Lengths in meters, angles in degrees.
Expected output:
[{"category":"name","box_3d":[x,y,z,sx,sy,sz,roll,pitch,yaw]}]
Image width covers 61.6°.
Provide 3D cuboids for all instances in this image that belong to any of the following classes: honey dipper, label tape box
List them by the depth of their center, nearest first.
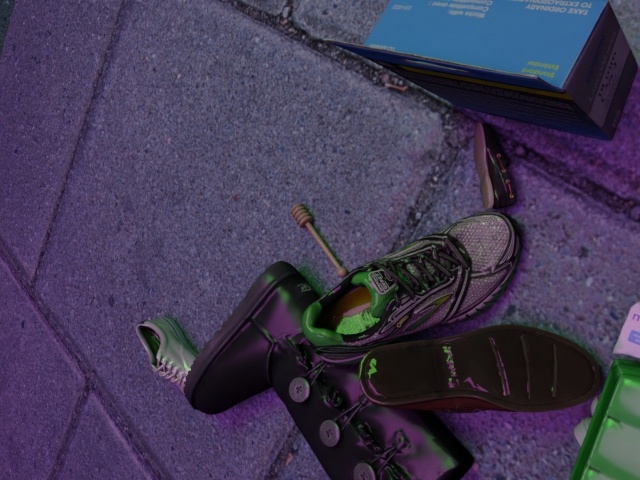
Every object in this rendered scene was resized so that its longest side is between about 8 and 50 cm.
[{"category":"label tape box","box_3d":[0.203,-0.216,0.619,0.240,0.333,0.106,24,104,34]},{"category":"honey dipper","box_3d":[0.000,0.000,0.962,0.030,0.030,0.161,-48,67,26]}]

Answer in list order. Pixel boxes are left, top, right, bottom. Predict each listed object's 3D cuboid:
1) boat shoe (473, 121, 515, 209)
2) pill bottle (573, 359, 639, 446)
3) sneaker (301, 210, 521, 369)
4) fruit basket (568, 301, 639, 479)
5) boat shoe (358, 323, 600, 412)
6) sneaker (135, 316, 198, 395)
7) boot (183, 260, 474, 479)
[{"category":"boat shoe","box_3d":[0.247,-0.108,0.769,0.042,0.049,0.133,-6,73,1]},{"category":"pill bottle","box_3d":[0.383,0.199,0.632,0.087,0.087,0.160,49,117,27]},{"category":"sneaker","box_3d":[0.129,0.071,0.753,0.343,0.146,0.134,-34,64,5]},{"category":"fruit basket","box_3d":[0.414,0.265,0.480,0.352,0.165,0.327,18,96,19]},{"category":"boat shoe","box_3d":[0.207,0.179,0.736,0.307,0.104,0.111,0,69,9]},{"category":"sneaker","box_3d":[-0.316,0.269,1.154,0.258,0.091,0.094,42,113,30]},{"category":"boot","box_3d":[-0.018,0.312,0.913,0.445,0.146,0.367,44,116,24]}]
